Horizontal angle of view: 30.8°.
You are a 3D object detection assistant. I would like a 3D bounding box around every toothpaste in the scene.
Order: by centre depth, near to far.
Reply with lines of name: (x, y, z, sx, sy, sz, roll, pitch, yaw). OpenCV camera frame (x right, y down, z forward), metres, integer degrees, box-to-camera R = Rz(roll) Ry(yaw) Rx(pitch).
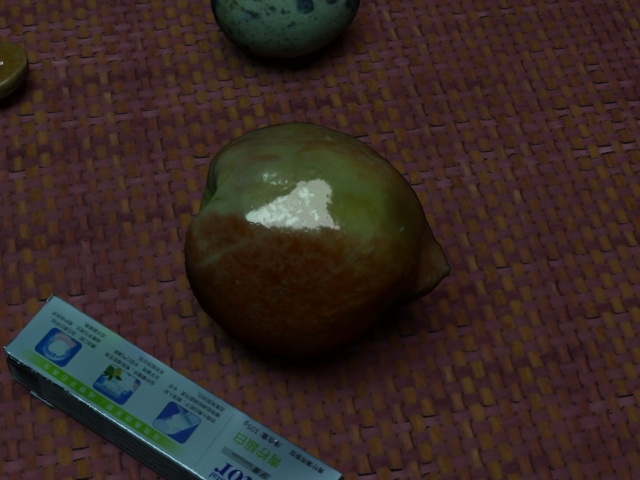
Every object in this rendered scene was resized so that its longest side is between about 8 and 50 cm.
toothpaste: (-0.143, 0.174, 1.100, 0.336, 0.067, 0.081, 30, 59, 14)

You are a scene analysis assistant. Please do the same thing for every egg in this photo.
egg: (-0.039, -0.285, 1.371, 0.181, 0.141, 0.141, -4, 56, -18)

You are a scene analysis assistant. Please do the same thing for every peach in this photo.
peach: (0.000, 0.000, 1.141, 0.256, 0.232, 0.232, 14, 56, -6)

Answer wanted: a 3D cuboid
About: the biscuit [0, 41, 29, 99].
biscuit: (-0.487, -0.254, 1.369, 0.216, 0.047, 0.340, -33, 64, -24)
